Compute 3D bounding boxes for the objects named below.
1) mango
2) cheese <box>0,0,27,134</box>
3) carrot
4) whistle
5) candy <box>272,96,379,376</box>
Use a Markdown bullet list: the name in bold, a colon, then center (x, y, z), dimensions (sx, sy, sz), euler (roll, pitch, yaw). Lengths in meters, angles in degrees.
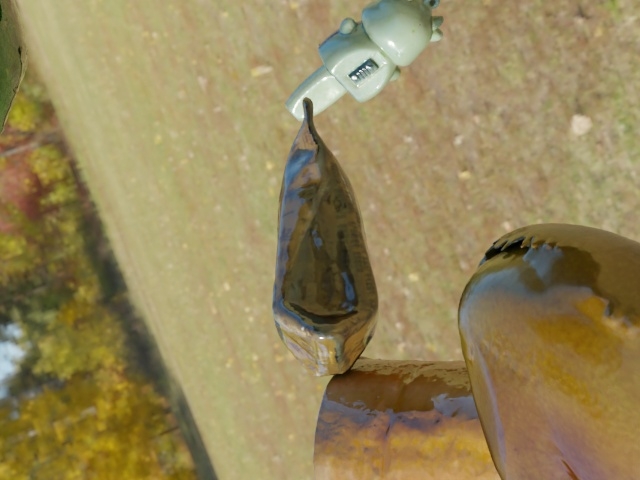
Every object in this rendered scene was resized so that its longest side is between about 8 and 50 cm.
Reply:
- **mango**: center (0.178, 0.079, 0.636), dimensions (0.236, 0.136, 0.166), euler (33, 139, 34)
- **cheese**: center (-0.202, -0.029, 0.500), dimensions (0.320, 0.083, 0.203), euler (-28, 43, 59)
- **carrot**: center (0.140, 0.196, 1.066), dimensions (0.254, 0.196, 0.196), euler (-10, 104, 38)
- **whistle**: center (0.055, -0.239, 1.436), dimensions (0.110, 0.244, 0.092), euler (40, -156, -30)
- **candy**: center (0.000, 0.000, 1.115), dimensions (0.143, 0.101, 0.271), euler (85, 180, -63)
